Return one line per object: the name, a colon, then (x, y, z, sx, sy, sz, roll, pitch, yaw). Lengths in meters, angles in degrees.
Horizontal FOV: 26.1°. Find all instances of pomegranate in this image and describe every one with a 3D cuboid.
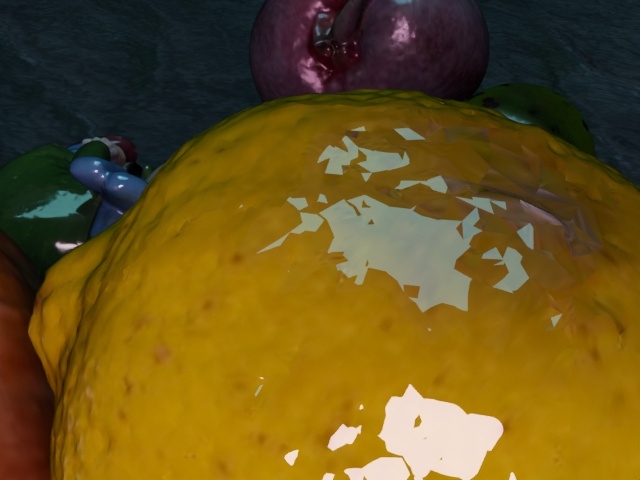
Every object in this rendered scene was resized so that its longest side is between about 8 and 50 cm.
pomegranate: (0.157, -0.057, 1.051, 0.169, 0.122, 0.143, 5, -8, 10)

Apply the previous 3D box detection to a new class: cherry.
cherry: (0.046, -0.176, 1.248, 0.213, 0.184, 0.266, -5, -12, 26)

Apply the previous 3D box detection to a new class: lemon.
lemon: (0.040, 0.072, 0.522, 0.310, 0.253, 0.253, 21, 23, 6)

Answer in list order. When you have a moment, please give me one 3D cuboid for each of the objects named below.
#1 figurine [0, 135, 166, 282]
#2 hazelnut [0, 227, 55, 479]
figurine: (-0.095, -0.003, 0.886, 0.234, 0.127, 0.185, -1, 14, 19)
hazelnut: (-0.194, 0.082, 0.580, 0.186, 0.210, 0.210, -29, 27, -4)
